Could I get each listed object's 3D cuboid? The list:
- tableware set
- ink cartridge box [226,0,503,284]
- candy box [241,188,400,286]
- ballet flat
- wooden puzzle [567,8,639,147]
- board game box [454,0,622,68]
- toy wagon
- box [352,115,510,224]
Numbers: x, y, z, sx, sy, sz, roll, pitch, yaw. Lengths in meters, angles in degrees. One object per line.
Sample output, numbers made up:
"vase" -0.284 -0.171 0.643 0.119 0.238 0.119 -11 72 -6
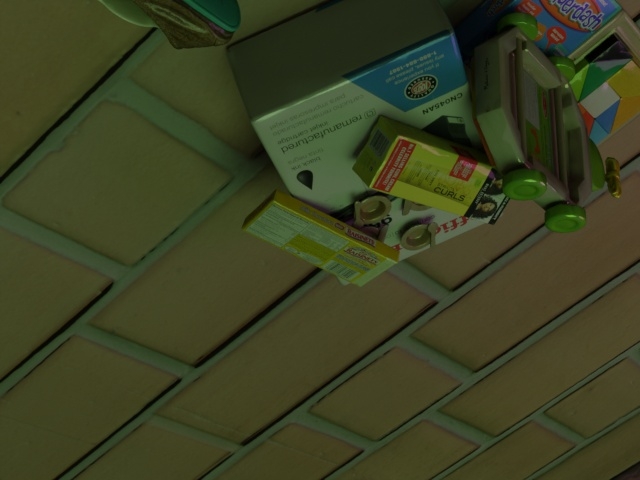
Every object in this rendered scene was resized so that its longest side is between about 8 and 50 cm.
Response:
"tableware set" 0.108 -0.028 1.393 0.168 0.020 0.141 -12 140 -11
"ink cartridge box" 0.079 -0.147 1.394 0.285 0.166 0.395 -23 140 5
"candy box" 0.000 0.000 1.374 0.205 0.027 0.105 27 145 -19
"ballet flat" -0.237 -0.330 1.130 0.124 0.116 0.342 -19 147 27
"wooden puzzle" 0.445 -0.233 1.546 0.221 0.044 0.238 -40 136 20
"board game box" 0.308 -0.314 1.399 0.210 0.047 0.160 -42 135 22
"toy wagon" 0.323 -0.145 1.357 0.068 0.267 0.344 -16 148 35
"box" 0.161 -0.092 1.304 0.232 0.058 0.087 15 115 -34
